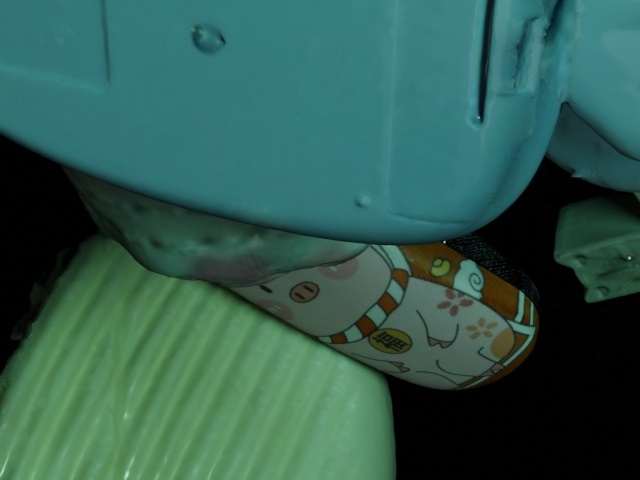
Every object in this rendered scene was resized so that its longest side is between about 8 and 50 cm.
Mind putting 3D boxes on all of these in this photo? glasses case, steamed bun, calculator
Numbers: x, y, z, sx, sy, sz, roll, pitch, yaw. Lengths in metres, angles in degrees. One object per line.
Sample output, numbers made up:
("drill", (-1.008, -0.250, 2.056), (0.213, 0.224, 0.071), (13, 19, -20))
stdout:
("glasses case", (0.000, 0.000, 0.852), (0.266, 0.067, 0.103), (30, 138, -16))
("steamed bun", (-0.097, 0.174, 0.949), (0.273, 0.290, 0.272), (15, 156, -11))
("calculator", (-0.020, -0.084, 0.507), (0.302, 0.042, 0.188), (13, 127, 16))

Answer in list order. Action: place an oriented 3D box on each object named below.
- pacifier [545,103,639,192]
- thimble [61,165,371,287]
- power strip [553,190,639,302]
("pacifier", (0.157, -0.155, 0.551), (0.225, 0.238, 0.287), (-1, 144, -30))
("thimble", (-0.040, -0.091, 0.676), (0.211, 0.185, 0.149), (43, 160, 47))
("power strip", (0.190, -0.004, 0.784), (0.145, 0.061, 0.216), (-16, 130, 33))
